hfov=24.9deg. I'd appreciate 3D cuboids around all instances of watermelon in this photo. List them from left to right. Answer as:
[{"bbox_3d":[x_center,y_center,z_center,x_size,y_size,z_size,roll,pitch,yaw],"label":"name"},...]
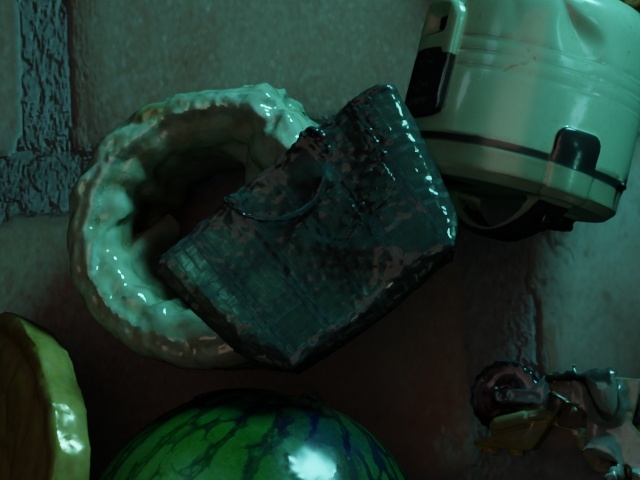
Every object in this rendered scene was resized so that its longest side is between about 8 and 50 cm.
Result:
[{"bbox_3d":[-0.065,0.307,1.305,0.363,0.363,0.363,-2,82,15],"label":"watermelon"}]

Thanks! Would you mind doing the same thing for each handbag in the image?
[{"bbox_3d":[0.000,0.000,1.272,0.270,0.088,0.175,-38,83,0],"label":"handbag"}]

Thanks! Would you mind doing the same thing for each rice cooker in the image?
[{"bbox_3d":[0.187,-0.120,1.356,0.226,0.226,0.244,11,89,16],"label":"rice cooker"}]

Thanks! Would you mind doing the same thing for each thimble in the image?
[{"bbox_3d":[-0.091,-0.015,1.427,0.291,0.195,0.291,-1,85,13],"label":"thimble"}]

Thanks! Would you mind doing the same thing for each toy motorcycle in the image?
[{"bbox_3d":[0.250,0.181,1.361,0.229,0.094,0.130,1,84,20],"label":"toy motorcycle"}]

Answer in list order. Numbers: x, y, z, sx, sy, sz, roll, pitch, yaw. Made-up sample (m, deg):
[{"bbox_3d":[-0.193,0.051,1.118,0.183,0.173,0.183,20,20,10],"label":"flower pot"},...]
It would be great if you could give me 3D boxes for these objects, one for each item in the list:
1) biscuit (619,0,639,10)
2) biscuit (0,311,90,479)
[{"bbox_3d":[0.267,-0.344,1.456,0.262,0.037,0.262,-2,82,16],"label":"biscuit"},{"bbox_3d":[-0.323,0.254,1.398,0.062,0.385,0.365,12,93,-27],"label":"biscuit"}]
